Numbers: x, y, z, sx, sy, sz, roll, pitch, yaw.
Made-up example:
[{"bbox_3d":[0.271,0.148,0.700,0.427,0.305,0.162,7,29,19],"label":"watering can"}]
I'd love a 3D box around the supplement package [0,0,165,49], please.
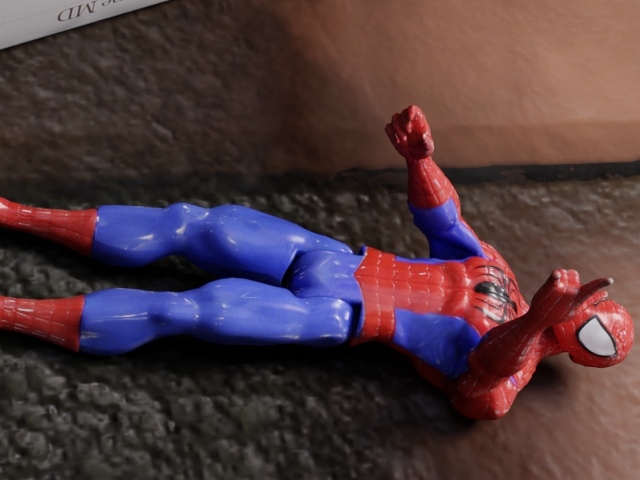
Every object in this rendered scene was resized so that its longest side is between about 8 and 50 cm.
[{"bbox_3d":[-0.197,-0.188,0.748,0.262,0.145,0.204,-22,63,-27],"label":"supplement package"}]

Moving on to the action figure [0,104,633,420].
[{"bbox_3d":[0.000,0.000,0.678,0.280,0.139,0.091,11,54,-11],"label":"action figure"}]
